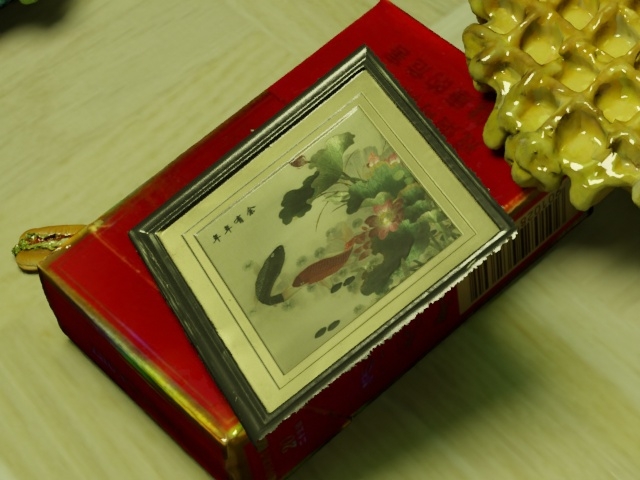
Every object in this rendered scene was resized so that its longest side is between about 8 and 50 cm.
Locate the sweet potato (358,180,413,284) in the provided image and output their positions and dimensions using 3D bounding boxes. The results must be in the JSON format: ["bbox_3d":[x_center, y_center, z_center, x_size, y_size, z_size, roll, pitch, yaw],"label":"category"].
[{"bbox_3d":[0.049,-0.017,1.036,0.049,0.049,0.117,0,57,12],"label":"sweet potato"}]

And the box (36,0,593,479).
[{"bbox_3d":[0.000,-0.001,1.119,0.313,0.089,0.197,-38,58,-20],"label":"box"}]

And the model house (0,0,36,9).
[{"bbox_3d":[-0.296,-0.240,1.316,0.214,0.195,0.189,-28,59,-8],"label":"model house"}]

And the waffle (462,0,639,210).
[{"bbox_3d":[0.219,-0.120,1.081,0.253,0.056,0.249,-13,54,4],"label":"waffle"}]

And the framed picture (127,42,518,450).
[{"bbox_3d":[-0.005,-0.004,1.018,0.195,0.010,0.199,-38,49,3],"label":"framed picture"}]

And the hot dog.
[{"bbox_3d":[-0.176,0.002,1.196,0.083,0.021,0.037,-6,50,5],"label":"hot dog"}]
